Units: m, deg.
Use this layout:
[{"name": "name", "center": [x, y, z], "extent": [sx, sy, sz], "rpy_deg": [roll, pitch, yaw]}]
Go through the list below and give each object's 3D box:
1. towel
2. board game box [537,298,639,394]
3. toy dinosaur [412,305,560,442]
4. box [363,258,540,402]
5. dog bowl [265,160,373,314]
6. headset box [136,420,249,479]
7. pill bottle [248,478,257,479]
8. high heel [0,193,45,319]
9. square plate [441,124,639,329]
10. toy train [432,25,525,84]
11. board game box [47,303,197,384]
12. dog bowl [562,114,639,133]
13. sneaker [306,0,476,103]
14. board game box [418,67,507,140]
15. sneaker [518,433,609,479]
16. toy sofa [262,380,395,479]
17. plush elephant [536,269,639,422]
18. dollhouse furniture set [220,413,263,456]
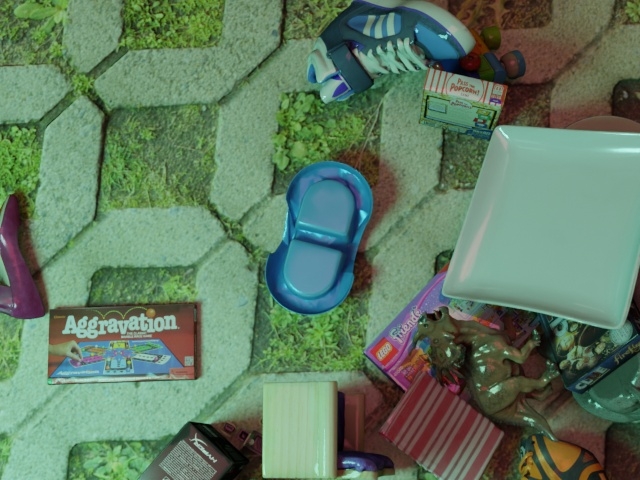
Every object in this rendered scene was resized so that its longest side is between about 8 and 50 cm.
[{"name": "towel", "center": [0.216, 0.341, 1.693], "extent": [0.197, 0.029, 0.144], "rpy_deg": [38, 70, -2]}, {"name": "board game box", "center": [0.454, 0.117, 1.650], "extent": [0.042, 0.165, 0.243], "rpy_deg": [20, 39, -30]}, {"name": "toy dinosaur", "center": [0.293, 0.233, 1.674], "extent": [0.200, 0.127, 0.296], "rpy_deg": [-26, 85, -4]}, {"name": "box", "center": [0.250, 0.171, 1.776], "extent": [0.201, 0.057, 0.293], "rpy_deg": [44, 84, 9]}, {"name": "dog bowl", "center": [0.000, 0.000, 1.819], "extent": [0.166, 0.074, 0.297], "rpy_deg": [14, 80, 6]}, {"name": "headset box", "center": [-0.270, 0.459, 1.664], "extent": [0.110, 0.218, 0.293], "rpy_deg": [41, 82, 10]}, {"name": "pill bottle", "center": [-0.163, 0.530, 1.694], "extent": [0.208, 0.117, 0.117], "rpy_deg": [-40, 79, -6]}, {"name": "high heel", "center": [-0.578, 0.031, 1.859], "extent": [0.117, 0.082, 0.244], "rpy_deg": [13, 61, -26]}, {"name": "square plate", "center": [0.410, -0.031, 1.661], "extent": [0.347, 0.049, 0.344], "rpy_deg": [10, 75, 41]}, {"name": "toy train", "center": [0.287, -0.392, 1.883], "extent": [0.143, 0.105, 0.248], "rpy_deg": [-16, 57, -17]}, {"name": "board game box", "center": [-0.375, 0.197, 1.823], "extent": [0.281, 0.027, 0.145], "rpy_deg": [-3, 77, 3]}, {"name": "dog bowl", "center": [0.525, -0.095, 1.793], "extent": [0.265, 0.104, 0.265], "rpy_deg": [-1, 78, 3]}, {"name": "sneaker", "center": [0.110, -0.328, 1.782], "extent": [0.323, 0.130, 0.236], "rpy_deg": [31, 81, 45]}, {"name": "board game box", "center": [0.262, -0.251, 1.795], "extent": [0.146, 0.193, 0.045], "rpy_deg": [14, 79, 5]}, {"name": "sneaker", "center": [0.346, 0.449, 1.689], "extent": [0.321, 0.124, 0.180], "rpy_deg": [-13, 59, 4]}, {"name": "toy sofa", "center": [0.024, 0.318, 1.605], "extent": [0.177, 0.362, 0.150], "rpy_deg": [-2, 78, 10]}, {"name": "plush elephant", "center": [0.591, 0.230, 1.659], "extent": [0.272, 0.255, 0.330], "rpy_deg": [-53, 34, 26]}, {"name": "dollhouse furniture set", "center": [-0.118, 0.324, 1.753], "extent": [0.091, 0.081, 0.114], "rpy_deg": [31, 81, 9]}]
